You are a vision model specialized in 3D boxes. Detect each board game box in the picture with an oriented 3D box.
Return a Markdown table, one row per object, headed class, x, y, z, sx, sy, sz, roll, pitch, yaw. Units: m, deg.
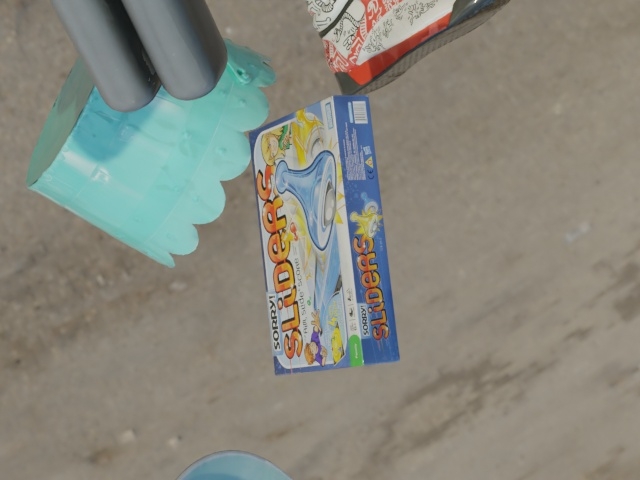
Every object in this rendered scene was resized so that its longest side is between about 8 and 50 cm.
| class | x | y | z | sx | sy | sz | roll | pitch | yaw |
| --- | --- | --- | --- | --- | --- | --- | --- | --- | --- |
| board game box | 0.000 | 0.000 | 1.111 | 0.035 | 0.201 | 0.136 | -3 | 173 | -31 |

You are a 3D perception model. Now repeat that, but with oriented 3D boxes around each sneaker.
| class | x | y | z | sx | sy | sz | roll | pitch | yaw |
| --- | --- | --- | --- | --- | --- | --- | --- | --- | --- |
| sneaker | 0.074 | -0.250 | 1.424 | 0.090 | 0.145 | 0.270 | -23 | 177 | -33 |

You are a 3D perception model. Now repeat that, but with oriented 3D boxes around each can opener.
| class | x | y | z | sx | sy | sz | roll | pitch | yaw |
| --- | --- | --- | --- | --- | --- | --- | --- | --- | --- |
| can opener | -0.129 | -0.170 | 0.651 | 0.074 | 0.093 | 0.280 | -6 | 133 | 24 |

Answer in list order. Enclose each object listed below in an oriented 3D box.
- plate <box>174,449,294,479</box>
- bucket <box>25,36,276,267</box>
| class | x | y | z | sx | sy | sz | roll | pitch | yaw |
| --- | --- | --- | --- | --- | --- | --- | --- | --- | --- |
| plate | -0.036 | 0.201 | 0.737 | 0.024 | 0.188 | 0.188 | -22 | 161 | 29 |
| bucket | -0.194 | -0.128 | 1.607 | 0.183 | 0.281 | 0.281 | 27 | 127 | -19 |
